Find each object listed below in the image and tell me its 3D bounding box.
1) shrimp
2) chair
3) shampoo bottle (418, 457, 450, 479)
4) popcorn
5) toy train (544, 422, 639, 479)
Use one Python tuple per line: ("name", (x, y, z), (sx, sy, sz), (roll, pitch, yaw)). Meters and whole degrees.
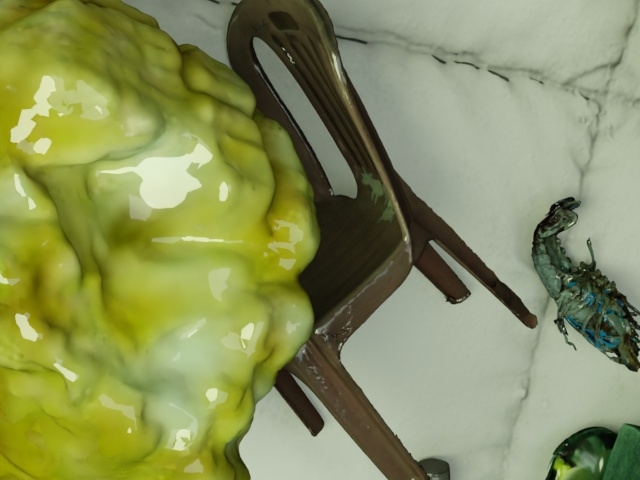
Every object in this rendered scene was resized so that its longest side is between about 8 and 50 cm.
("shrimp", (0.232, 0.042, 1.013), (0.174, 0.076, 0.082), (58, 40, -16))
("chair", (0.000, 0.000, 0.852), (0.183, 0.175, 0.326), (-46, 116, -14))
("shampoo bottle", (0.102, 0.275, 1.020), (0.079, 0.040, 0.165), (-8, 105, -16))
("popcorn", (-0.170, 0.004, 0.746), (0.293, 0.292, 0.334), (-2, 96, -27))
("toy train", (0.311, 0.360, 1.047), (0.272, 0.179, 0.442), (15, 95, -30))
